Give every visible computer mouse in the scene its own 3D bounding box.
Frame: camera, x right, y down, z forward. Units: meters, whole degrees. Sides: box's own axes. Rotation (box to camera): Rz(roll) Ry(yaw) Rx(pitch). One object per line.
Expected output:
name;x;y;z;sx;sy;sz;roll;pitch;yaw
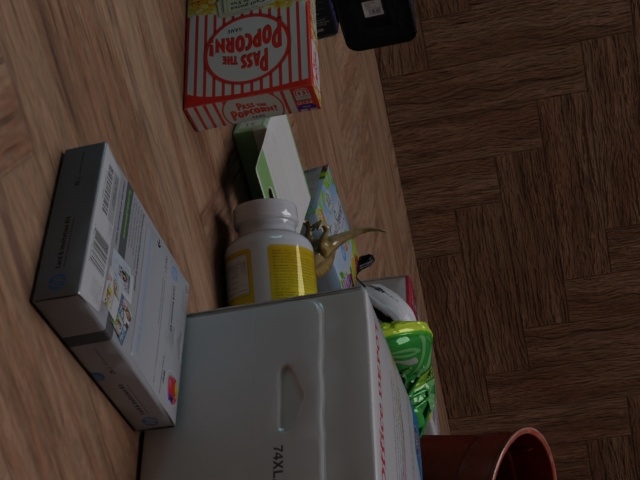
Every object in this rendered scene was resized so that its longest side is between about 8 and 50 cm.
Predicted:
computer mouse;0.116;0.105;1.818;0.193;0.042;0.106;46;39;19

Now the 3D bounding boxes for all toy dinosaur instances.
toy dinosaur;-0.001;0.009;1.398;0.053;0.183;0.092;37;-18;52

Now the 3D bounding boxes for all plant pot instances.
plant pot;0.205;0.424;1.581;0.272;0.265;0.272;2;88;-55

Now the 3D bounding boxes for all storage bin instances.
storage bin;0.085;-0.413;1.631;0.180;0.122;0.084;68;17;-50

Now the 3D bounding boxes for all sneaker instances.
sneaker;0.112;0.194;1.343;0.295;0.109;0.123;61;20;-58

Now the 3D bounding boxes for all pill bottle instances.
pill bottle;-0.055;0.051;1.110;0.103;0.103;0.184;53;29;-68

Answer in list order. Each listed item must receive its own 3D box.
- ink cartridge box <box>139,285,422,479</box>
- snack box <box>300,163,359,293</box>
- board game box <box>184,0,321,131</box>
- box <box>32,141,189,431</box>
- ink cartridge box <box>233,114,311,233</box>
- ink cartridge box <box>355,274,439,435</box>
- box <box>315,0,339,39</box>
ink cartridge box;-0.020;0.204;0.897;0.270;0.197;0.198;68;17;-52
snack box;0.000;0.000;1.528;0.207;0.070;0.174;-78;151;-67
board game box;-0.077;-0.223;1.119;0.045;0.147;0.193;65;18;-57
box;-0.154;0.040;0.766;0.186;0.038;0.145;67;17;-49
ink cartridge box;-0.068;-0.070;1.289;0.235;0.056;0.171;-76;154;-58
ink cartridge box;0.148;0.255;1.959;0.226;0.131;0.306;-88;163;-48
box;-0.043;-0.453;1.622;0.153;0.108;0.207;-88;165;-46
